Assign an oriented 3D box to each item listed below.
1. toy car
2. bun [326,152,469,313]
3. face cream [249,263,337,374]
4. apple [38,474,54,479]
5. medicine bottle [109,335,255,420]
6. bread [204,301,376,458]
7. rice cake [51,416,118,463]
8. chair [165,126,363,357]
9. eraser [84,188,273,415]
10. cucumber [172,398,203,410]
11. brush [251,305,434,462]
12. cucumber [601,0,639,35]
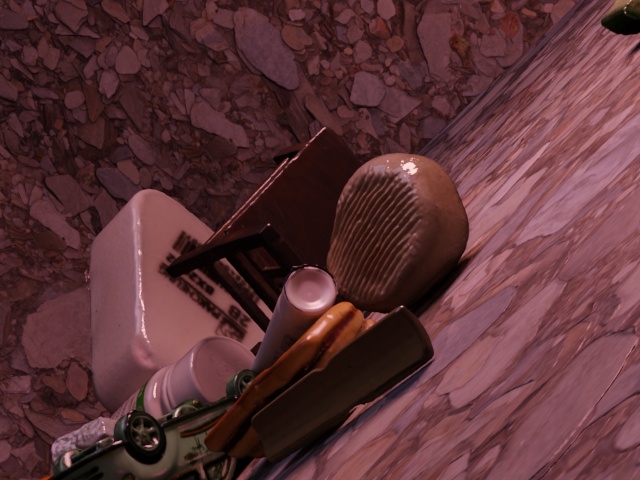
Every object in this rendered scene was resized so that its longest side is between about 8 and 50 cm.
[{"bbox_3d":[-0.158,0.240,1.867,0.136,0.125,0.306,-33,-12,38],"label":"toy car"},{"bbox_3d":[0.088,-0.002,1.783,0.113,0.166,0.173,10,-30,-39],"label":"bun"},{"bbox_3d":[-0.024,0.102,1.854,0.243,0.092,0.058,107,160,-63],"label":"face cream"},{"bbox_3d":[-0.304,0.355,1.950,0.209,0.164,0.209,-43,4,4],"label":"apple"},{"bbox_3d":[-0.179,0.229,2.219,0.237,0.139,0.139,-45,2,41],"label":"medicine bottle"},{"bbox_3d":[-0.028,0.150,1.723,0.200,0.077,0.116,-46,3,30],"label":"bread"},{"bbox_3d":[-0.210,0.254,2.009,0.085,0.040,0.226,-36,-35,26],"label":"rice cake"},{"bbox_3d":[0.000,0.000,2.076,0.240,0.203,0.416,-43,9,-19],"label":"chair"},{"bbox_3d":[-0.175,0.117,2.463,0.150,0.331,0.331,-41,4,34],"label":"eraser"},{"bbox_3d":[-0.218,0.314,2.134,0.284,0.056,0.056,-58,-1,17],"label":"cucumber"},{"bbox_3d":[0.021,0.131,1.530,0.048,0.054,0.282,-23,-11,-37],"label":"brush"},{"bbox_3d":[0.397,-0.291,2.024,0.116,0.062,0.115,-53,2,-8],"label":"cucumber"}]
